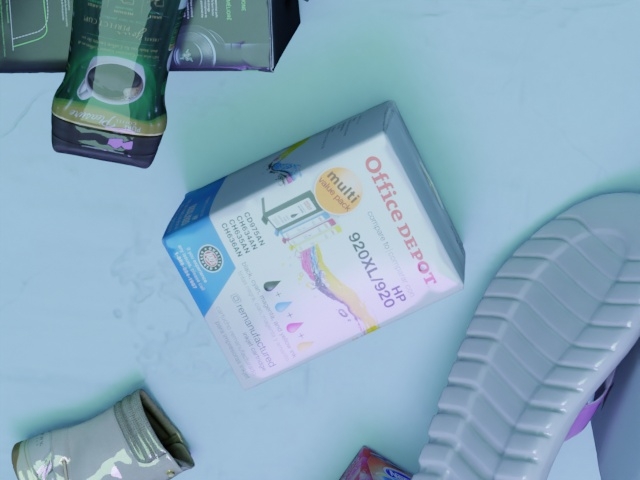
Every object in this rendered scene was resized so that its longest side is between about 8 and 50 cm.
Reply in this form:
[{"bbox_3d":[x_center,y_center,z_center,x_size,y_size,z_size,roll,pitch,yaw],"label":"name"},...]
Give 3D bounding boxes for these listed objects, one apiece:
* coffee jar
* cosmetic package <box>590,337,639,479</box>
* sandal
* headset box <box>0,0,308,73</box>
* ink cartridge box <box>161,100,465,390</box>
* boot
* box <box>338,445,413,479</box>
[{"bbox_3d":[-0.162,-0.153,1.383,0.096,0.079,0.184,11,107,-7],"label":"coffee jar"},{"bbox_3d":[0.492,0.147,1.545,0.394,0.327,0.329,21,107,-1],"label":"cosmetic package"},{"bbox_3d":[0.209,0.139,1.644,0.416,0.169,0.102,-58,139,-6],"label":"sandal"},{"bbox_3d":[-0.150,-0.234,1.529,0.283,0.246,0.131,-1,106,4],"label":"headset box"},{"bbox_3d":[0.000,0.000,1.623,0.233,0.168,0.171,-25,102,10],"label":"ink cartridge box"},{"bbox_3d":[-0.201,0.271,1.769,0.165,0.077,0.213,-26,102,9],"label":"boot"},{"bbox_3d":[0.018,0.384,1.743,0.142,0.154,0.300,32,105,-5],"label":"box"}]
